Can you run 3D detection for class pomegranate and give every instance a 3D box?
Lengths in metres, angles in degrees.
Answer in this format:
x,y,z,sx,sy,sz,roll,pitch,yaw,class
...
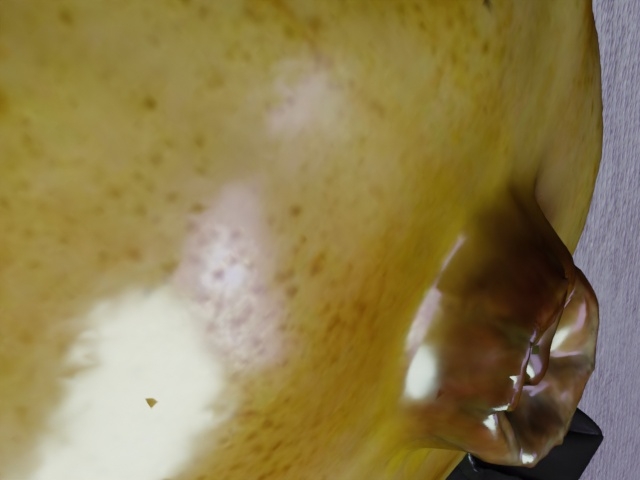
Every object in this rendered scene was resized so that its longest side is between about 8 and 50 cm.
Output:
x,y,z,sx,sy,sz,roll,pitch,yaw,class
-0.076,-0.040,0.554,0.416,0.416,0.417,-40,145,-35,pomegranate

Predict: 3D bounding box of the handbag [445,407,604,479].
x,y,z,sx,sy,sz,roll,pitch,yaw,class
0.138,0.263,1.480,0.257,0.113,0.285,27,92,-55,handbag
